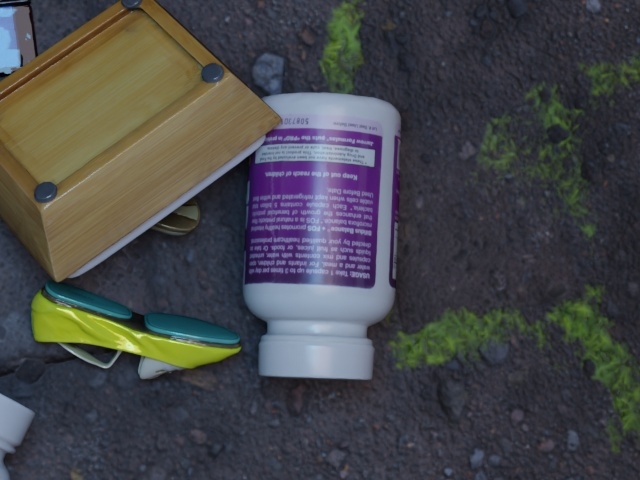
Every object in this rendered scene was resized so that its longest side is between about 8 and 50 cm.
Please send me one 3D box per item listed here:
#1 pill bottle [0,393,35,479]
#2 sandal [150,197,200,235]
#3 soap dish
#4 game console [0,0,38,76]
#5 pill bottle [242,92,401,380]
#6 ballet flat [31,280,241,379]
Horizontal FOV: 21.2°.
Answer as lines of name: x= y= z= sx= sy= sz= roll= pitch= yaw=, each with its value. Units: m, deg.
pill bottle: x=-0.417 y=0.270 z=1.744 sx=0.160 sy=0.160 sz=0.283 roll=30 pitch=80 yaw=-9
sandal: x=-0.218 y=-0.047 z=1.869 sx=0.180 sy=0.049 sz=0.072 roll=24 pitch=56 yaw=1
soap dish: x=-0.223 y=-0.121 z=1.792 sx=0.291 sy=0.118 sz=0.229 roll=-37 pitch=54 yaw=-12
game console: x=-0.379 y=-0.242 z=1.835 sx=0.144 sy=0.124 sz=0.085 roll=-8 pitch=61 yaw=-14
pill bottle: x=0.000 y=0.000 z=1.856 sx=0.169 sy=0.169 sz=0.302 roll=4 pitch=84 yaw=-12
ballet flat: x=-0.204 y=0.108 z=1.858 sx=0.231 sy=0.077 sz=0.077 roll=16 pitch=103 yaw=-8
